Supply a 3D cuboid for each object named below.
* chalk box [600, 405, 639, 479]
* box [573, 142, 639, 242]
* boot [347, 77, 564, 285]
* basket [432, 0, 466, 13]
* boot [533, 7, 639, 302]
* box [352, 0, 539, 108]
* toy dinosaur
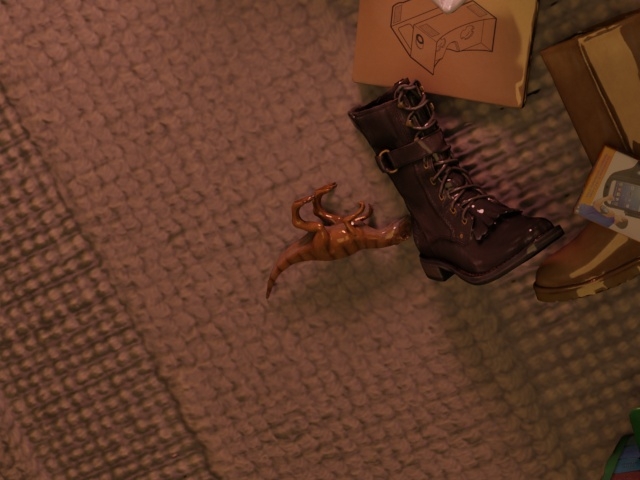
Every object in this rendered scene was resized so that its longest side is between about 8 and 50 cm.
[{"bbox_3d":[0.418,0.307,2.042,0.180,0.179,0.289,-9,102,22],"label":"chalk box"},{"bbox_3d":[0.347,-0.040,1.957,0.136,0.028,0.081,24,103,3],"label":"box"},{"bbox_3d":[0.135,-0.071,2.014,0.263,0.091,0.229,-7,111,59],"label":"boot"},{"bbox_3d":[0.155,-0.316,1.749,0.113,0.103,0.167,49,127,3],"label":"basket"},{"bbox_3d":[0.301,-0.091,2.010,0.236,0.089,0.270,-22,100,10],"label":"boot"},{"bbox_3d":[0.140,-0.240,2.049,0.201,0.021,0.164,11,110,14],"label":"box"},{"bbox_3d":[0.000,0.000,2.147,0.211,0.064,0.112,-16,102,22],"label":"toy dinosaur"}]
